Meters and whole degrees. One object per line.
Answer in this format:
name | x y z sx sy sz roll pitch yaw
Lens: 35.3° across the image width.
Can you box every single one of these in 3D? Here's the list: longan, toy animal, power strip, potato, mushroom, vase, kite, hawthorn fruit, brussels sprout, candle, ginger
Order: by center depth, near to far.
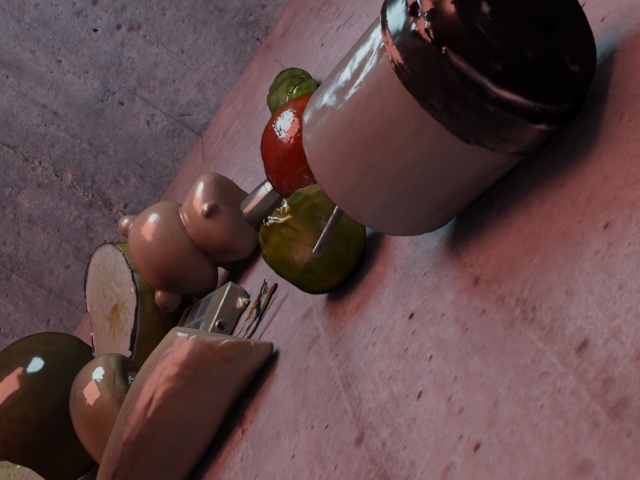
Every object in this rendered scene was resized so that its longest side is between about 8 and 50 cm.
candle | 0.111 -0.137 1.056 0.342 0.221 0.221 -42 22 48
brussels sprout | 0.002 0.003 1.322 0.149 0.122 0.151 -46 -17 16
mushroom | -0.234 0.281 1.445 0.407 0.154 0.137 -57 -13 -1
hawthorn fruit | -0.003 -0.141 1.528 0.173 0.173 0.173 -52 16 22
kite | -0.140 0.187 1.587 0.285 0.015 0.152 -62 17 1
mushroom | -0.285 0.262 1.607 0.215 0.207 0.207 -31 15 -5
vase | -0.045 -0.107 1.755 0.214 0.086 0.086 -46 18 23
power strip | -0.209 0.156 1.811 0.270 0.046 0.118 -30 31 59
toy animal | -0.231 -0.005 1.892 0.221 0.229 0.210 -46 63 46
potato | -0.344 0.140 2.035 0.246 0.196 0.300 -50 46 42
longan | -0.555 0.347 2.049 0.319 0.319 0.319 -52 16 22
ginger | -0.072 -0.324 2.252 0.290 0.089 0.137 -114 39 -68

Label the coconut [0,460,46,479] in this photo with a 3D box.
coconut | -0.517 0.515 1.725 0.233 0.245 0.233 -48 -16 -19
